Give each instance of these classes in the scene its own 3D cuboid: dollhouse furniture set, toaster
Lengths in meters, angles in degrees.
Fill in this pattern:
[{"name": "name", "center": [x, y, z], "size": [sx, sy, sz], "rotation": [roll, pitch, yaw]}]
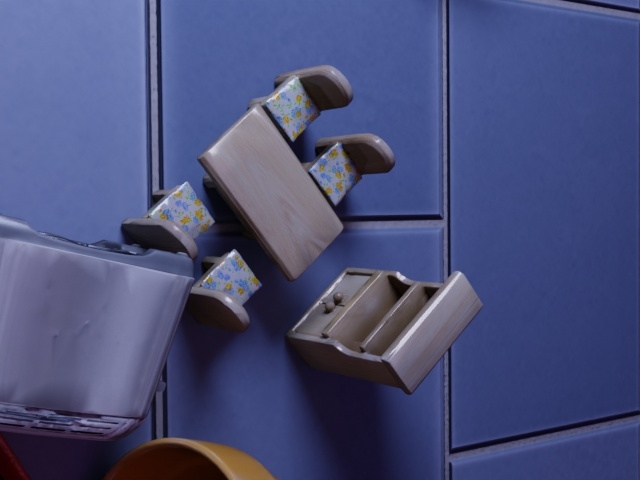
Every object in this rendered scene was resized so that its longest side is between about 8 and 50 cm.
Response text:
[{"name": "dollhouse furniture set", "center": [0.000, 0.000, 0.833], "size": [0.212, 0.161, 0.242], "rotation": [-47, 116, -25]}, {"name": "toaster", "center": [-0.210, 0.059, 0.709], "size": [0.226, 0.129, 0.147], "rotation": [15, 85, -34]}]

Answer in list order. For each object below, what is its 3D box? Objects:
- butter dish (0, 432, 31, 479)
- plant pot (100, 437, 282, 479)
[{"name": "butter dish", "center": [-0.259, 0.229, 0.684], "size": [0.159, 0.118, 0.160], "rotation": [-34, 110, -29]}, {"name": "plant pot", "center": [-0.065, 0.272, 0.788], "size": [0.188, 0.205, 0.205], "rotation": [21, 79, -49]}]
